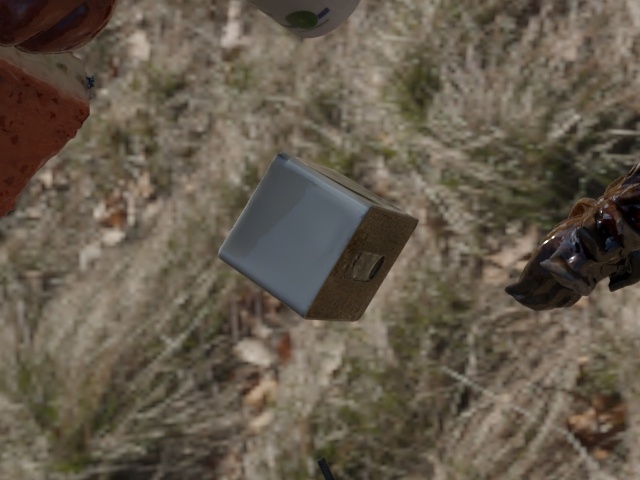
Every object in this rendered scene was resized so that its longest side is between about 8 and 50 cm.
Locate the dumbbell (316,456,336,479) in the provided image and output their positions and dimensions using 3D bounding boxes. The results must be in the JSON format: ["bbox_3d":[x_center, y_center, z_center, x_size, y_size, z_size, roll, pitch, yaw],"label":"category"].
[{"bbox_3d":[0.030,0.267,1.436,0.069,0.069,0.147,-16,102,49],"label":"dumbbell"}]

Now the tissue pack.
[{"bbox_3d":[0.001,-0.001,1.923,0.136,0.246,0.159,33,97,16],"label":"tissue pack"}]

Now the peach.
[{"bbox_3d":[-0.193,-0.182,1.107,0.101,0.101,0.100,1,91,50],"label":"peach"}]

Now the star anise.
[{"bbox_3d":[0.295,-0.009,1.511,0.099,0.214,0.220,56,147,3],"label":"star anise"}]

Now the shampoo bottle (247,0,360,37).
[{"bbox_3d":[-0.087,-0.255,1.161,0.092,0.303,0.092,-18,60,34],"label":"shampoo bottle"}]

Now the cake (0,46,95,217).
[{"bbox_3d":[-0.428,-0.177,1.572,0.270,0.269,0.319,-47,45,18],"label":"cake"}]
